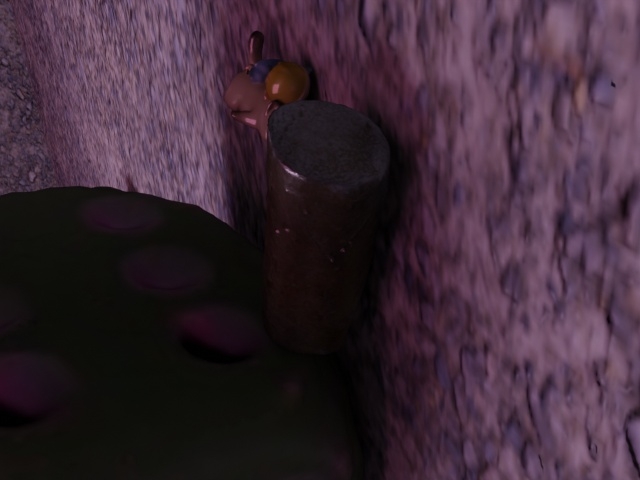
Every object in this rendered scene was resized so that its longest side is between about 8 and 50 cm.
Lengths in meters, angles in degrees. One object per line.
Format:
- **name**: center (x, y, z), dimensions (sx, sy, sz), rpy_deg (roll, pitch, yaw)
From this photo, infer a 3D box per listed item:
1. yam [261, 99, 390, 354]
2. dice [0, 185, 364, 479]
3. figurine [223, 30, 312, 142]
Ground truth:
- **yam**: center (0.000, 0.000, 0.468), dimensions (0.169, 0.068, 0.068), rpy_deg (95, 151, -50)
- **dice**: center (-0.179, 0.161, 0.621), dimensions (0.322, 0.318, 0.330), rpy_deg (42, 129, 42)
- **figurine**: center (-0.031, -0.097, 0.514), dimensions (0.083, 0.047, 0.050), rpy_deg (45, 136, 43)
